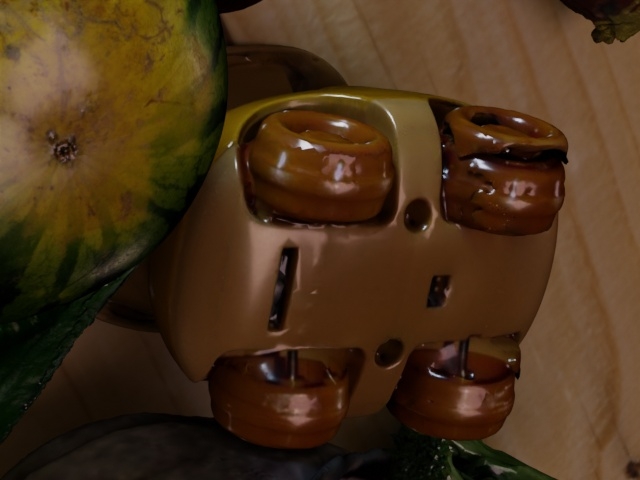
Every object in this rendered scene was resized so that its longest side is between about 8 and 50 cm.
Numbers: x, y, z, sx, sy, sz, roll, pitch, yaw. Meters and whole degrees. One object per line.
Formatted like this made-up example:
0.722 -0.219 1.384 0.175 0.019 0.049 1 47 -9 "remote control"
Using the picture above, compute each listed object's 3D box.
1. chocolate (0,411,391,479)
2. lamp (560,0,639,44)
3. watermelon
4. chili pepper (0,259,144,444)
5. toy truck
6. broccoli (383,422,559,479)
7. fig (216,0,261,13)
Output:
-0.115 0.226 1.204 0.303 0.213 0.303 -51 155 -35 "chocolate"
0.220 -0.218 1.309 0.156 0.135 0.157 -53 134 -8 "lamp"
-0.175 -0.089 0.982 0.269 0.269 0.269 -17 121 -32 "watermelon"
-0.159 0.048 1.123 0.227 0.059 0.088 -42 136 21 "chili pepper"
0.000 0.000 1.191 0.288 0.211 0.204 -3 113 -34 "toy truck"
0.140 0.232 1.363 0.269 0.269 0.254 -36 119 -20 "broccoli"
-0.039 -0.198 1.136 0.155 0.103 0.109 -32 150 -12 "fig"
